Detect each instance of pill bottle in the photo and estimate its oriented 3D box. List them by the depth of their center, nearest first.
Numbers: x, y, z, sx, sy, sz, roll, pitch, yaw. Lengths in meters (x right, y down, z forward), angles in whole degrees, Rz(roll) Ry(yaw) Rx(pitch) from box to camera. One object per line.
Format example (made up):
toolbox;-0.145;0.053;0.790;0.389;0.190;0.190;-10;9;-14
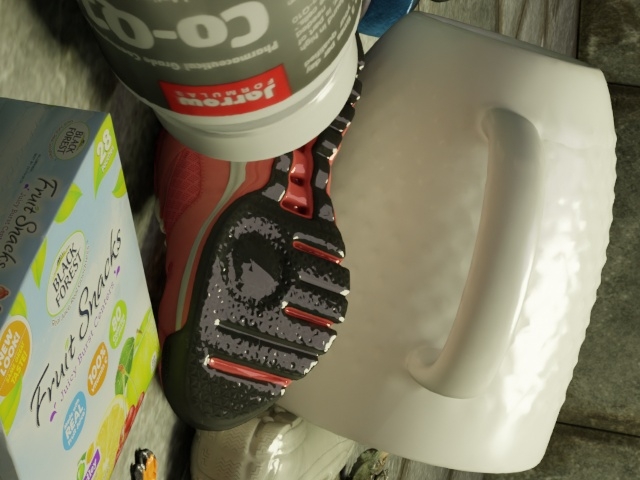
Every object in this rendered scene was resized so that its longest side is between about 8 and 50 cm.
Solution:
pill bottle;-0.062;-0.164;0.928;0.283;0.161;0.161;71;30;-64

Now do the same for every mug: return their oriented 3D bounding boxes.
mug;0.109;-0.002;1.359;0.374;0.276;0.328;-111;-143;-78

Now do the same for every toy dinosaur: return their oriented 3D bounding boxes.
toy dinosaur;0.054;0.342;2.044;0.118;0.064;0.268;-39;139;-62

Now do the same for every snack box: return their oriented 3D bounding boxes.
snack box;-0.153;0.059;0.891;0.207;0.070;0.174;83;20;-48

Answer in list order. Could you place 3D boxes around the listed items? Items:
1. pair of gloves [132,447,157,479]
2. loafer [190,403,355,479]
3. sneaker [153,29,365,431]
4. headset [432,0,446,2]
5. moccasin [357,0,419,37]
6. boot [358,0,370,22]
pair of gloves;-0.133;0.195;1.210;0.083;0.010;0.074;-64;159;-50
loafer;-0.035;0.176;1.437;0.319;0.112;0.111;-13;119;-70
sneaker;-0.057;-0.018;1.114;0.116;0.136;0.314;27;62;-34
headset;0.150;-0.438;1.671;0.394;0.185;0.243;-67;-160;-2
moccasin;0.073;-0.361;1.531;0.117;0.137;0.342;-56;167;-71
boot;0.026;-0.277;1.445;0.086;0.069;0.190;-43;139;-65
